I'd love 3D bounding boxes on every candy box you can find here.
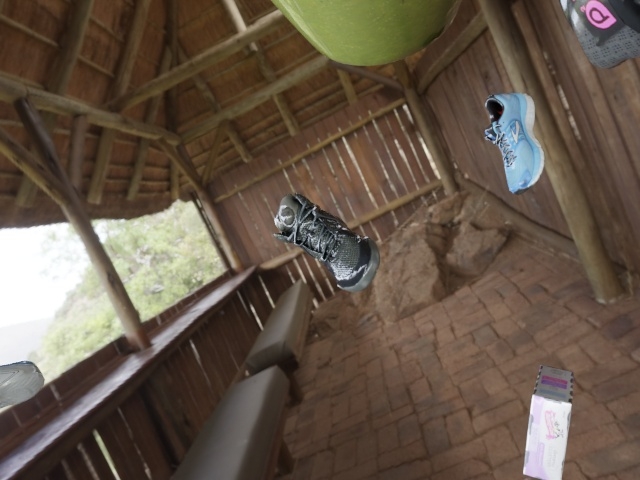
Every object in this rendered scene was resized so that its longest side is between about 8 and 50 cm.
[{"bbox_3d":[0.470,0.368,1.008,0.070,0.165,0.196,8,7,27],"label":"candy box"}]

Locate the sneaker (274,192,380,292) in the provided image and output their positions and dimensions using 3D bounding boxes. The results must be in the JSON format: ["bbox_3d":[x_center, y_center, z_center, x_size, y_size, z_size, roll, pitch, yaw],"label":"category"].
[{"bbox_3d":[0.000,0.000,0.732,0.087,0.130,0.227,-61,26,12],"label":"sneaker"}]

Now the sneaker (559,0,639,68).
[{"bbox_3d":[0.200,-0.144,0.212,0.202,0.186,0.482,-9,-5,41],"label":"sneaker"}]

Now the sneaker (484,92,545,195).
[{"bbox_3d":[0.263,-0.138,0.699,0.073,0.162,0.063,5,-24,-15],"label":"sneaker"}]

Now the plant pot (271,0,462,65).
[{"bbox_3d":[0.017,-0.268,0.309,0.274,0.275,0.294,-24,-31,2],"label":"plant pot"}]

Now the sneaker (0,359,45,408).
[{"bbox_3d":[-0.625,0.275,0.872,0.086,0.085,0.237,22,19,34],"label":"sneaker"}]
